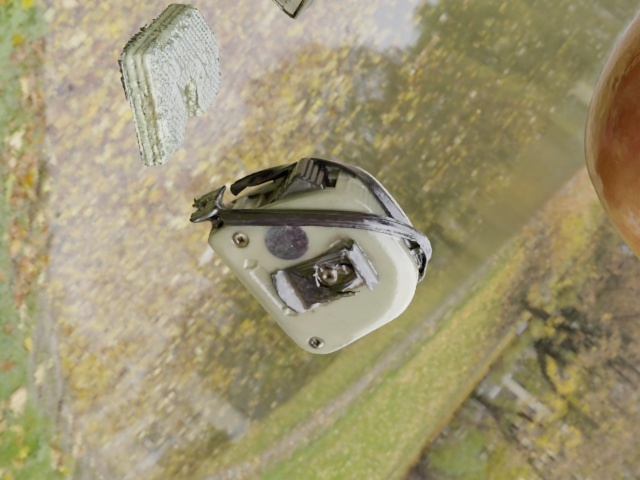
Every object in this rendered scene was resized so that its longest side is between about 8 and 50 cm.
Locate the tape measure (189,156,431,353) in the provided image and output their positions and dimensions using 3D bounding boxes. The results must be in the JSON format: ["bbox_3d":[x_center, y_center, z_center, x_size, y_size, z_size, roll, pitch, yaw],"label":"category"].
[{"bbox_3d":[0.000,0.000,1.205,0.231,0.271,0.133,-33,-162,24],"label":"tape measure"}]

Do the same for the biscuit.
[{"bbox_3d":[-0.176,-0.204,1.155,0.250,0.046,0.147,-71,159,-58],"label":"biscuit"}]

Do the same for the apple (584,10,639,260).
[{"bbox_3d":[0.417,-0.094,0.848,0.364,0.364,0.364,-47,168,-13],"label":"apple"}]

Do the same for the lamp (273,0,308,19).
[{"bbox_3d":[-0.104,-0.398,1.170,0.047,0.269,0.266,-47,-171,0],"label":"lamp"}]
